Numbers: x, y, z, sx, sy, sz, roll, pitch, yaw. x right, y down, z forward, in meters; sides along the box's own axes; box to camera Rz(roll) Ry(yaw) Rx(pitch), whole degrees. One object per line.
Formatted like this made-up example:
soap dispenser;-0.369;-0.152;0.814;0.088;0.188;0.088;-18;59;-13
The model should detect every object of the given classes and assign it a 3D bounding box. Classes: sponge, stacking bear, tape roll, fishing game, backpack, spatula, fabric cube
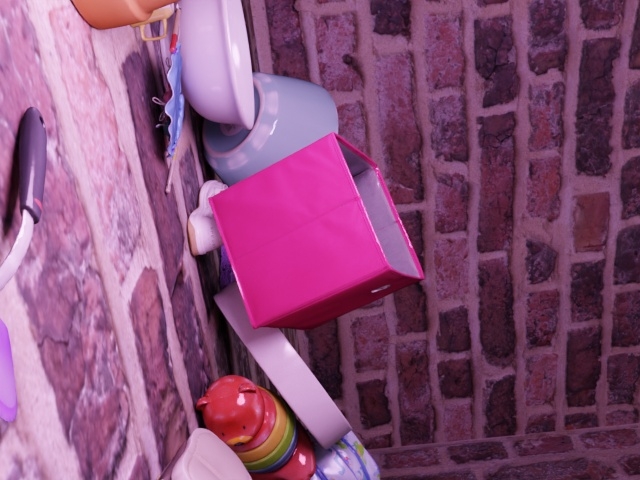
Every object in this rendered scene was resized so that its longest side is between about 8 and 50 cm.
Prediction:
sponge;-0.206;0.052;1.649;0.117;0.031;0.210;81;4;-52
stacking bear;-0.129;0.339;1.303;0.289;0.175;0.164;68;11;-55
tape roll;-0.078;0.247;1.454;0.392;0.072;0.392;51;-8;10
fishing game;-0.239;-0.223;1.126;0.189;0.041;0.264;-95;-168;-46
backpack;-0.012;0.547;1.621;0.290;0.273;0.355;56;-7;17
spatula;-0.244;0.000;0.571;0.084;0.030;0.296;83;1;-53
fabric cube;0.000;0.000;1.285;0.259;0.258;0.254;68;16;15

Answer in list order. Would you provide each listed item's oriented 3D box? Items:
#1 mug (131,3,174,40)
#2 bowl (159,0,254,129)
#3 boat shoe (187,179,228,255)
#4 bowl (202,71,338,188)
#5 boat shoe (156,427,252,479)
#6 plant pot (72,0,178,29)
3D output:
mug;-0.250;-0.344;1.055;0.078;0.064;0.062;83;2;-51
bowl;-0.207;-0.341;1.292;0.298;0.134;0.298;-6;90;-88
boat shoe;-0.191;-0.047;1.401;0.277;0.096;0.098;-92;176;-65
bowl;-0.132;-0.227;1.510;0.163;0.311;0.311;24;52;-47
boat shoe;-0.165;0.334;0.957;0.116;0.097;0.324;43;-5;3
plant pot;-0.194;-0.412;0.855;0.291;0.203;0.291;-5;90;-88
